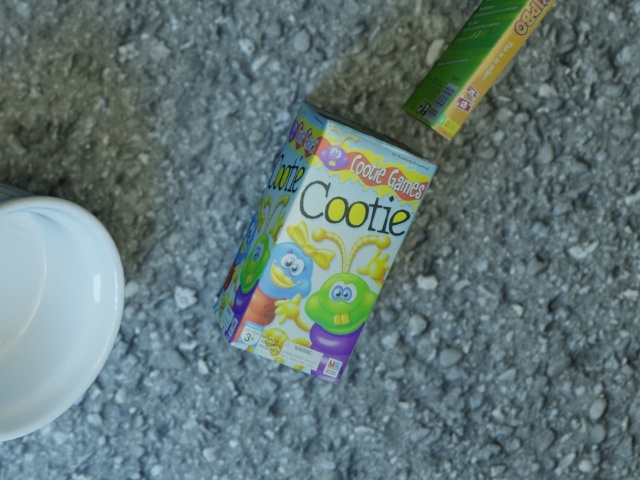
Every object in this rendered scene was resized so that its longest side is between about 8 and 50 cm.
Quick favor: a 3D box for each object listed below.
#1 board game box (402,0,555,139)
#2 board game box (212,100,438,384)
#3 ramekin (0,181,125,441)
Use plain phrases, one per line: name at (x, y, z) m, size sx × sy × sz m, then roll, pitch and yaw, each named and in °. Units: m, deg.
board game box at (0.198, -0.237, 1.881) m, size 0.039 × 0.124 × 0.259 m, roll 33°, pitch 95°, yaw -20°
board game box at (0.000, 0.000, 1.885) m, size 0.142 × 0.144 × 0.275 m, roll 22°, pitch 98°, yaw -17°
ramekin at (-0.361, 0.066, 1.771) m, size 0.277 × 0.135 × 0.277 m, roll -23°, pitch 124°, yaw -39°
